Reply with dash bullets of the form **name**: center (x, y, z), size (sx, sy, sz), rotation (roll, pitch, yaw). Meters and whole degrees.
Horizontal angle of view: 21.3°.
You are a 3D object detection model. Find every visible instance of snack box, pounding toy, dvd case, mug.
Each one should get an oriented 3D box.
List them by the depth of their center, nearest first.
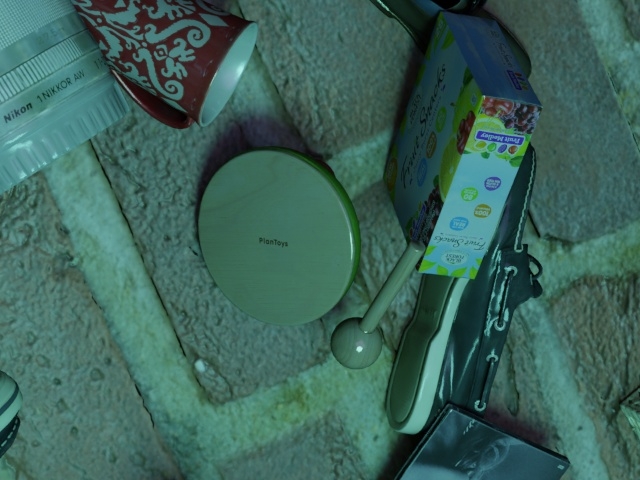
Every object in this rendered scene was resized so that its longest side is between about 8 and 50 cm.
- **mug**: center (-0.168, -0.183, 1.657), size (0.169, 0.113, 0.150), rotation (29, 114, 6)
- **snack box**: center (0.136, -0.095, 1.698), size (0.070, 0.174, 0.207), rotation (8, 124, -18)
- **pounding toy**: center (0.000, 0.000, 1.733), size (0.237, 0.110, 0.183), rotation (35, 119, 17)
- **dvd case**: center (0.140, 0.290, 1.810), size (0.164, 0.018, 0.221), rotation (26, 108, -25)

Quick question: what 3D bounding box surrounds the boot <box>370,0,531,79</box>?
- **boot**: center (0.143, -0.224, 1.761), size (0.219, 0.106, 0.082), rotation (32, 86, -17)

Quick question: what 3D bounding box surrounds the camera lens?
- **camera lens**: center (-0.332, -0.180, 1.554), size (0.219, 0.219, 0.274), rotation (-33, 98, -11)

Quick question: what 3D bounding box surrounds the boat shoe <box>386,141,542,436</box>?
- **boat shoe**: center (0.175, 0.051, 1.789), size (0.113, 0.127, 0.340), rotation (16, 92, -19)

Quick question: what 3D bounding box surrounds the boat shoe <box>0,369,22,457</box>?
- **boat shoe**: center (-0.439, 0.330, 1.609), size (0.156, 0.187, 0.500), rotation (40, 88, -21)

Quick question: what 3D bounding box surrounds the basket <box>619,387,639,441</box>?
- **basket**: center (0.424, 0.223, 1.888), size (0.103, 0.113, 0.167), rotation (-35, 104, -9)
